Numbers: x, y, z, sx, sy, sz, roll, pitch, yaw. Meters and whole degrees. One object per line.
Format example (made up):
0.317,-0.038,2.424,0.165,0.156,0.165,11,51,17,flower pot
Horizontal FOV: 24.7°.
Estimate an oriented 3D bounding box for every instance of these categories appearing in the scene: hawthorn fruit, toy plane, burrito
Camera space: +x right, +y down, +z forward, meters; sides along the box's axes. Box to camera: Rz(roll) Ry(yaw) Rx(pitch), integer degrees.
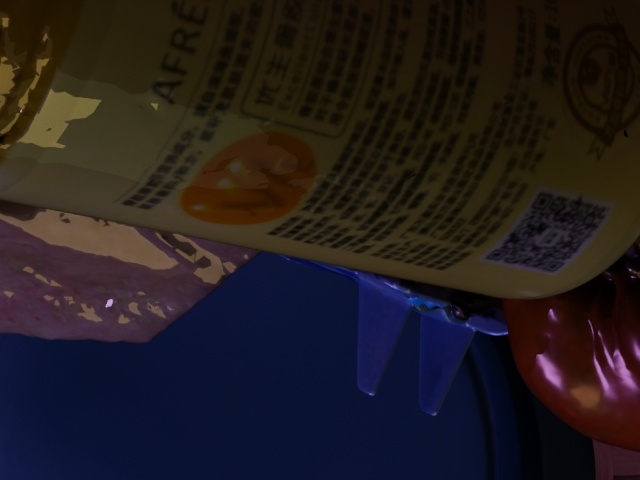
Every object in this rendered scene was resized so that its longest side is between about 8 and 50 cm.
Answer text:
0.149,-0.008,0.551,0.189,0.189,0.189,0,169,0,hawthorn fruit
0.003,-0.007,0.681,0.169,0.078,0.246,22,-167,-39,toy plane
-0.138,-0.023,0.580,0.348,0.107,0.175,-3,153,0,burrito

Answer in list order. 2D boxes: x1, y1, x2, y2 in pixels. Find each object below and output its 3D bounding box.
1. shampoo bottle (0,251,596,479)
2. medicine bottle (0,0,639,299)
-0.005,0.148,0.923,0.331,0.331,0.343,-3,169,17,shampoo bottle
-0.017,-0.056,0.398,0.239,0.124,0.124,11,165,-34,medicine bottle
